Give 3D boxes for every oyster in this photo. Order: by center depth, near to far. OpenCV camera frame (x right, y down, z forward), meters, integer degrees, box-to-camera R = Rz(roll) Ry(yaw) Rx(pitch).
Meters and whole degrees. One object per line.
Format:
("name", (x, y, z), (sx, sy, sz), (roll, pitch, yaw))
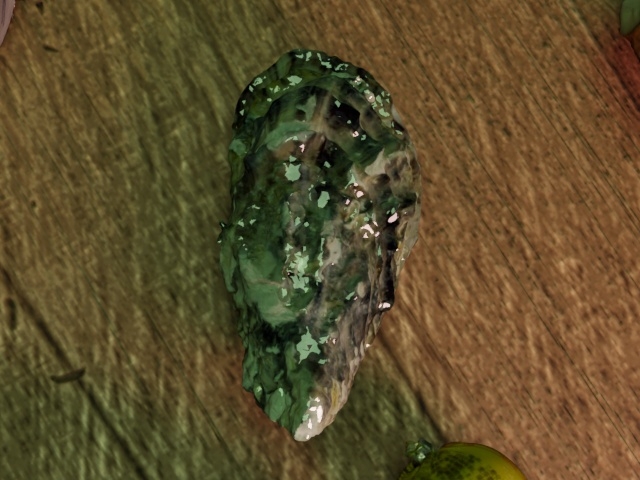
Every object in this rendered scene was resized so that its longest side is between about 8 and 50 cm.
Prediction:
("oyster", (-0.003, 0.005, 0.904), (0.162, 0.158, 0.351), (-10, 59, 26))

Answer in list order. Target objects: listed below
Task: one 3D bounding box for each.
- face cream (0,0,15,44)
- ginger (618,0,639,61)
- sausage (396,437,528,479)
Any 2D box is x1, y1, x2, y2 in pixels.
("face cream", (-0.386, -0.229, 0.937), (0.214, 0.096, 0.096), (18, 75, -1))
("ginger", (0.373, -0.309, 1.003), (0.254, 0.176, 0.418), (26, 73, 8))
("sausage", (0.162, 0.309, 0.849), (0.123, 0.123, 0.347), (-25, 81, -12))
